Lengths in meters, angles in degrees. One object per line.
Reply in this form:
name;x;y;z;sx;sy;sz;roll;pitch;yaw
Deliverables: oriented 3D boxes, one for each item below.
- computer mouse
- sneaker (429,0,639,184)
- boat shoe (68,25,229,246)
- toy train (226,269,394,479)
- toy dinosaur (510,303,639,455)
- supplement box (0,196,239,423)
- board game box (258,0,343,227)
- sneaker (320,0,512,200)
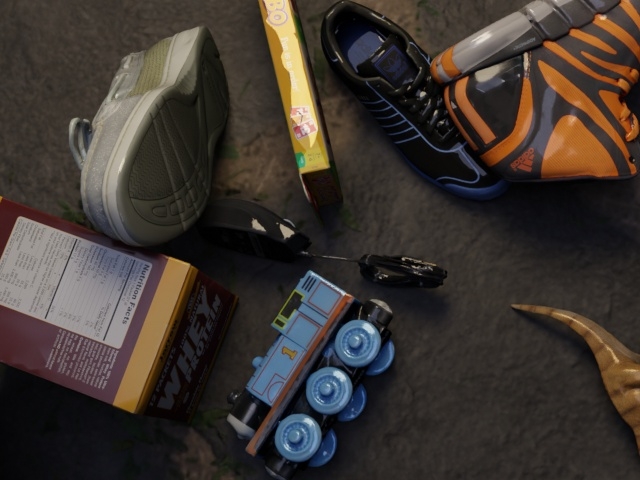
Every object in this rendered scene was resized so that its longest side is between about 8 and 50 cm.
computer mouse;0.000;0.000;1.178;0.242;0.071;0.041;14;70;8
sneaker;0.267;-0.155;1.159;0.321;0.124;0.180;-30;94;-8
boat shoe;-0.155;-0.092;1.120;0.103;0.320;0.118;-10;122;13
toy train;-0.011;0.121;1.151;0.105;0.080;0.184;31;86;21
toy dinosaur;0.269;0.114;1.121;0.112;0.064;0.211;-30;76;2
supplement box;-0.199;0.064;1.125;0.194;0.191;0.129;19;83;11
board game box;-0.022;-0.147;1.179;0.039;0.124;0.260;-12;78;4
sneaker;0.084;-0.129;1.179;0.232;0.090;0.081;43;87;13
